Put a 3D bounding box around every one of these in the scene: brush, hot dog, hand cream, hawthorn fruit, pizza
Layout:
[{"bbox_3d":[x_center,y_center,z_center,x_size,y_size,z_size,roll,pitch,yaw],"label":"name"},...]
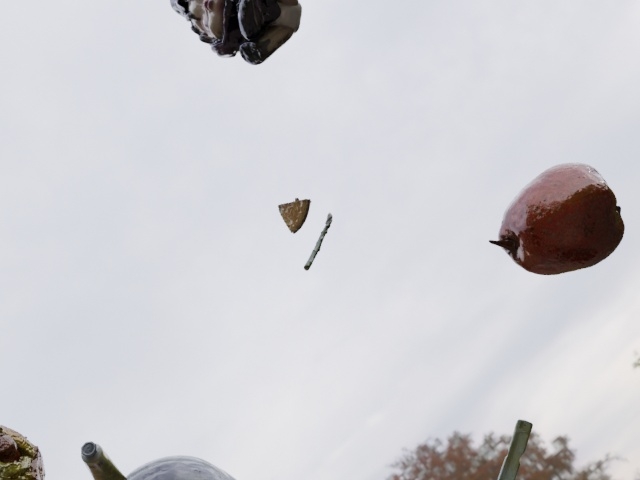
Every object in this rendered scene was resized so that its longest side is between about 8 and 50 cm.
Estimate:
[{"bbox_3d":[0.383,0.433,1.669,0.030,0.033,0.179,-19,-54,-63],"label":"brush"},{"bbox_3d":[-0.516,0.406,1.439,0.103,0.146,0.213,-27,-41,-20],"label":"hot dog"},{"bbox_3d":[-0.231,0.238,0.884,0.035,0.022,0.102,-18,-34,-10],"label":"hand cream"},{"bbox_3d":[0.447,-0.032,1.643,0.262,0.211,0.210,-19,-31,-1],"label":"hawthorn fruit"},{"bbox_3d":[-0.057,-0.062,1.821,0.025,0.078,0.083,16,-78,-56],"label":"pizza"}]

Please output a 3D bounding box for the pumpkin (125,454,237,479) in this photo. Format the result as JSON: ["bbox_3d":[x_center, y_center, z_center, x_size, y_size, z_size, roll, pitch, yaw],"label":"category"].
[{"bbox_3d":[-0.167,0.449,1.166,0.241,0.323,0.323,-40,-29,-9],"label":"pumpkin"}]

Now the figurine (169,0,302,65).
[{"bbox_3d":[-0.115,-0.332,1.181,0.145,0.222,0.145,-18,-61,-36],"label":"figurine"}]

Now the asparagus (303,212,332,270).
[{"bbox_3d":[0.000,0.000,1.533,0.016,0.016,0.163,62,-146,-30],"label":"asparagus"}]
